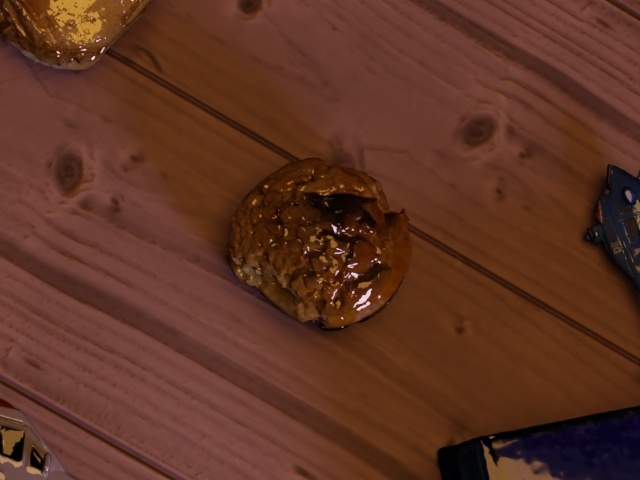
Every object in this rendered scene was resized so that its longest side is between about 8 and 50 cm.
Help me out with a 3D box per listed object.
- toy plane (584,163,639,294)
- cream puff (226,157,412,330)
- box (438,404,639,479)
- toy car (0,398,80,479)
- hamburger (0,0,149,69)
[{"bbox_3d":[0.240,0.022,1.409,0.062,0.054,0.167,-18,80,9],"label":"toy plane"},{"bbox_3d":[0.000,0.000,1.329,0.133,0.104,0.119,15,81,-8],"label":"cream puff"},{"bbox_3d":[0.245,0.256,1.322,0.261,0.116,0.279,-10,82,-16],"label":"box"},{"bbox_3d":[-0.236,0.151,1.246,0.209,0.089,0.108,12,70,-7],"label":"toy car"},{"bbox_3d":[-0.185,-0.202,1.342,0.138,0.083,0.147,38,74,-6],"label":"hamburger"}]
